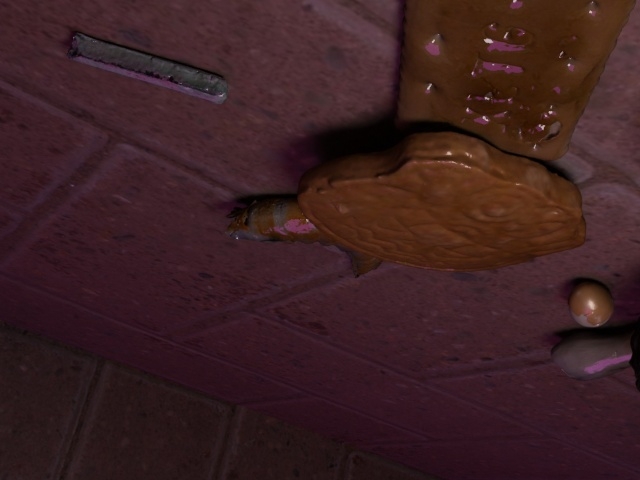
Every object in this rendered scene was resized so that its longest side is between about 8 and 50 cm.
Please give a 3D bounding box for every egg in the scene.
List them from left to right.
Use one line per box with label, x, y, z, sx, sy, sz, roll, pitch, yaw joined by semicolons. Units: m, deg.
egg;0.435;0.102;1.317;0.071;0.071;0.083;-5;147;37

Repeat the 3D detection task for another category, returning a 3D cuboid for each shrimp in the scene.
shrimp;0.006;-0.010;1.336;0.287;0.068;0.185;18;158;-32

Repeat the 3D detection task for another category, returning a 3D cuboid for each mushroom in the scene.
mushroom;0.521;0.198;1.475;0.116;0.093;0.225;13;150;-28

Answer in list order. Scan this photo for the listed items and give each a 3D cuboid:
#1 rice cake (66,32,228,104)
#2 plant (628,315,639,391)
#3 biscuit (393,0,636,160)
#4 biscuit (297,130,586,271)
rice cake;-0.215;-0.214;1.020;0.208;0.033;0.033;16;166;-3
plant;0.569;0.123;1.115;0.213;0.215;0.312;16;154;4
biscuit;0.187;-0.183;0.856;0.217;0.044;0.325;10;156;5
biscuit;0.167;-0.027;1.120;0.385;0.062;0.365;21;156;-39
